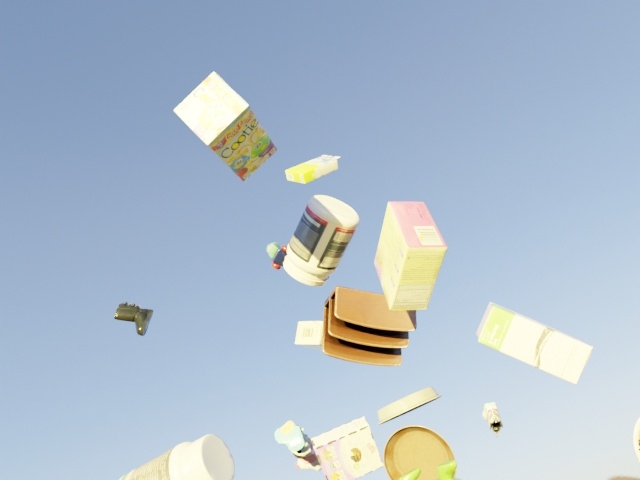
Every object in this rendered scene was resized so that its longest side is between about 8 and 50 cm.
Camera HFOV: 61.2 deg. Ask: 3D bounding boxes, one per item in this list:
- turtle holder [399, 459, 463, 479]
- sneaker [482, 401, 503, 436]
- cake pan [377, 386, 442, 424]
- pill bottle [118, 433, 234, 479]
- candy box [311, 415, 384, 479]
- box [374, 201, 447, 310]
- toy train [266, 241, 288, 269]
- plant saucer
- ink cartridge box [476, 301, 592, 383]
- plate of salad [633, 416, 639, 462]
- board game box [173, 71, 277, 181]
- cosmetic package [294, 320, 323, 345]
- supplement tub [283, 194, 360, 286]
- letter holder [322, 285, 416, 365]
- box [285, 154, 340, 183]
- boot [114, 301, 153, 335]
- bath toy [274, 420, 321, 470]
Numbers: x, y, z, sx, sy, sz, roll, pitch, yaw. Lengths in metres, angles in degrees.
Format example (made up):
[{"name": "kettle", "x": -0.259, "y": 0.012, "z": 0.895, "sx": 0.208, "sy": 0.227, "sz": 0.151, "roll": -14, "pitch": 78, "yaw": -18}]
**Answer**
[{"name": "turtle holder", "x": 0.195, "y": 0.620, "z": 1.096, "sx": 0.320, "sy": 0.227, "sz": 0.243, "roll": -35, "pitch": -15, "yaw": 21}, {"name": "sneaker", "x": 0.403, "y": 0.426, "z": 1.260, "sx": 0.038, "sy": 0.069, "sz": 0.098, "roll": -16, "pitch": -40, "yaw": 11}, {"name": "cake pan", "x": 0.360, "y": 0.680, "z": 2.241, "sx": 0.293, "sy": 0.054, "sz": 0.293, "roll": -21, "pitch": -21, "yaw": -8}, {"name": "pill bottle", "x": -0.471, "y": 0.786, "z": 1.755, "sx": 0.361, "sy": 0.204, "sz": 0.204, "roll": -32, "pitch": -36, "yaw": 14}, {"name": "candy box", "x": 0.090, "y": 0.704, "z": 1.799, "sx": 0.196, "sy": 0.070, "sz": 0.165, "roll": -21, "pitch": -78, "yaw": -7}, {"name": "box", "x": 0.256, "y": 0.045, "z": 1.588, "sx": 0.117, "sy": 0.214, "sz": 0.243, "roll": 0, "pitch": -51, "yaw": -12}, {"name": "toy train", "x": -0.120, "y": 0.092, "z": 2.387, "sx": 0.248, "sy": 0.143, "sz": 0.105, "roll": 28, "pitch": -85, "yaw": -32}, {"name": "plant saucer", "x": 0.271, "y": 0.597, "z": 1.472, "sx": 0.198, "sy": 0.199, "sz": 0.036, "roll": -32, "pitch": -11, "yaw": 18}, {"name": "ink cartridge box", "x": 0.594, "y": 0.283, "z": 1.532, "sx": 0.115, "sy": 0.272, "sz": 0.198, "roll": -67, "pitch": -15, "yaw": 3}, {"name": "plate of salad", "x": 0.828, "y": 0.493, "z": 1.260, "sx": 0.199, "sy": 0.200, "sz": 0.048, "roll": -8, "pitch": -27, "yaw": -17}, {"name": "board game box", "x": -0.242, "y": -0.292, "z": 1.442, "sx": 0.142, "sy": 0.144, "sz": 0.275, "roll": -44, "pitch": -17, "yaw": -2}, {"name": "cosmetic package", "x": 0.042, "y": 0.475, "z": 2.585, "sx": 0.160, "sy": 0.113, "sz": 0.309, "roll": -9, "pitch": -27, "yaw": 42}, {"name": "supplement tub", "x": 0.000, "y": 0.000, "z": 1.857, "sx": 0.191, "sy": 0.191, "sz": 0.272, "roll": 10, "pitch": -63, "yaw": -36}, {"name": "letter holder", "x": 0.171, "y": 0.309, "z": 1.899, "sx": 0.301, "sy": 0.215, "sz": 0.152, "roll": 11, "pitch": -34, "yaw": -12}, {"name": "box", "x": -0.023, "y": -0.256, "z": 1.928, "sx": 0.178, "sy": 0.109, "sz": 0.042, "roll": -27, "pitch": -62, "yaw": -31}, {"name": "boot", "x": -0.546, "y": 0.227, "z": 1.568, "sx": 0.099, "sy": 0.121, "sz": 0.045, "roll": 13, "pitch": -65, "yaw": -10}, {"name": "bath toy", "x": -0.087, "y": 0.900, "z": 2.342, "sx": 0.129, "sy": 0.151, "sz": 0.348, "roll": -20, "pitch": -43, "yaw": 2}]
